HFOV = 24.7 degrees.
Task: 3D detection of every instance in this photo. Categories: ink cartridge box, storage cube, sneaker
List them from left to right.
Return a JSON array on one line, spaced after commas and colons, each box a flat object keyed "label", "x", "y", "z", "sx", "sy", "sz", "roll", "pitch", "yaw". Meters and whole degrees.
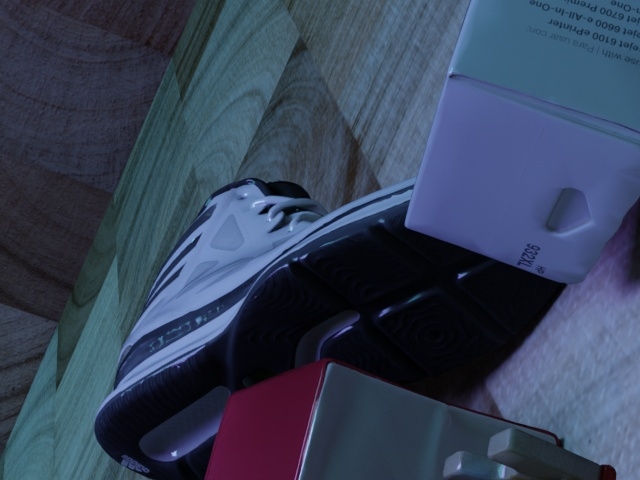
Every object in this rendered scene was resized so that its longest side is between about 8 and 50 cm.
[{"label": "sneaker", "x": -0.001, "y": 0.000, "z": 1.187, "sx": 0.447, "sy": 0.169, "sz": 0.257, "roll": -30, "pitch": 35, "yaw": 29}, {"label": "storage cube", "x": 0.026, "y": 0.203, "z": 1.008, "sx": 0.193, "sy": 0.183, "sz": 0.215, "roll": -29, "pitch": 43, "yaw": 65}, {"label": "ink cartridge box", "x": 0.166, "y": -0.159, "z": 0.929, "sx": 0.223, "sy": 0.129, "sz": 0.307, "roll": 99, "pitch": -169, "yaw": -68}]

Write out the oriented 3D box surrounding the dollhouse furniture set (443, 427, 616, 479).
[{"label": "dollhouse furniture set", "x": 0.081, "y": 0.314, "z": 0.775, "sx": 0.201, "sy": 0.152, "sz": 0.374, "roll": -39, "pitch": 31, "yaw": 59}]
